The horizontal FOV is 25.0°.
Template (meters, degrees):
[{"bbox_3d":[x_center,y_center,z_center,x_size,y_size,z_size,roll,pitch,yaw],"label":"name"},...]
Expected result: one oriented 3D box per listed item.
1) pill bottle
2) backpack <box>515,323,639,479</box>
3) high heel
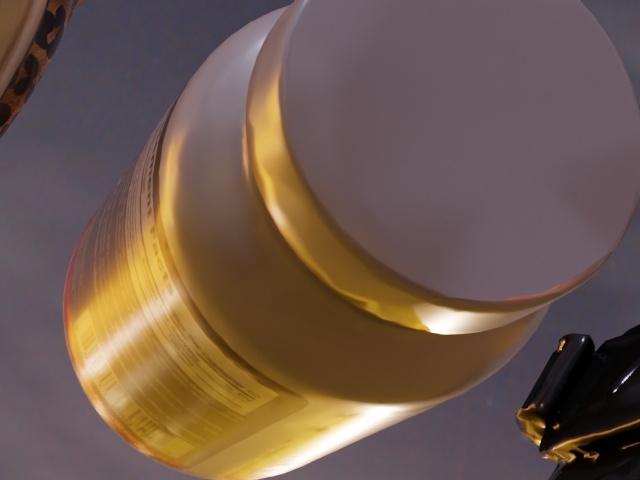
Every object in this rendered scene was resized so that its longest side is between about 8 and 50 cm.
[{"bbox_3d":[0.000,0.000,0.760,0.210,0.210,0.363,32,-26,-10],"label":"pill bottle"},{"bbox_3d":[0.197,0.085,0.255,0.273,0.290,0.355,44,-43,1],"label":"backpack"},{"bbox_3d":[-0.181,-0.136,0.974,0.093,0.261,0.186,1,-22,17],"label":"high heel"}]
